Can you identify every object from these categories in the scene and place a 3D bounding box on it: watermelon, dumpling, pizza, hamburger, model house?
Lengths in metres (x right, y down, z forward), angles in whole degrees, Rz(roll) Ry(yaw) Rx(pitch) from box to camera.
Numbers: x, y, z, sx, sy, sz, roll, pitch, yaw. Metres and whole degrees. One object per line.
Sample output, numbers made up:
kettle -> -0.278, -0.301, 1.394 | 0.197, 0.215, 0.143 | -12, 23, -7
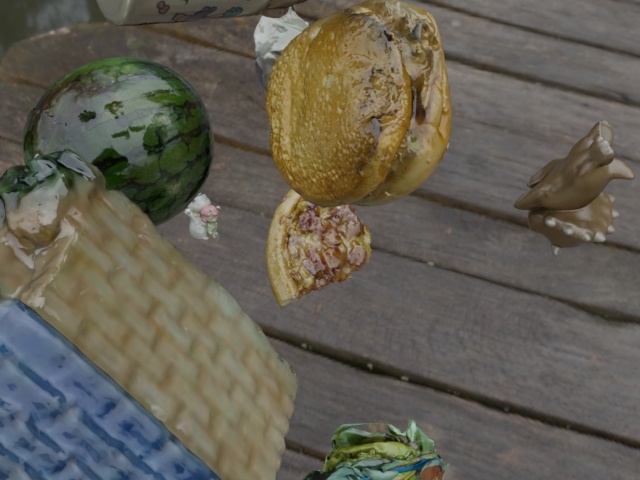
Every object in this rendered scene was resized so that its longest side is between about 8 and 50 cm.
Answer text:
watermelon -> -0.376, -0.177, 1.464 | 0.362, 0.363, 0.364 | 0, 56, 1
dumpling -> -0.060, -0.300, 1.261 | 0.108, 0.188, 0.127 | 8, 51, 17
pizza -> 0.000, 0.000, 1.931 | 0.277, 0.114, 0.409 | 33, 66, -9
hamburger -> 0.058, -0.194, 1.089 | 0.170, 0.314, 0.290 | -3, 88, -34
model house -> -0.307, 0.226, 0.710 | 0.445, 0.395, 0.400 | -29, 27, 23
hamburger -> 0.099, 0.431, 1.470 | 0.260, 0.276, 0.151 | -30, 47, 26

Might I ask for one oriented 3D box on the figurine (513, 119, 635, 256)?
figurine -> 0.500, -0.079, 1.460 | 0.173, 0.247, 0.177 | 43, 32, -2

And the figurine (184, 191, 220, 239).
figurine -> -0.296, -0.081, 1.976 | 0.098, 0.146, 0.081 | 6, 23, 15

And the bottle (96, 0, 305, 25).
bottle -> -0.096, -0.245, 0.700 | 0.209, 0.110, 0.097 | -14, 56, -33
